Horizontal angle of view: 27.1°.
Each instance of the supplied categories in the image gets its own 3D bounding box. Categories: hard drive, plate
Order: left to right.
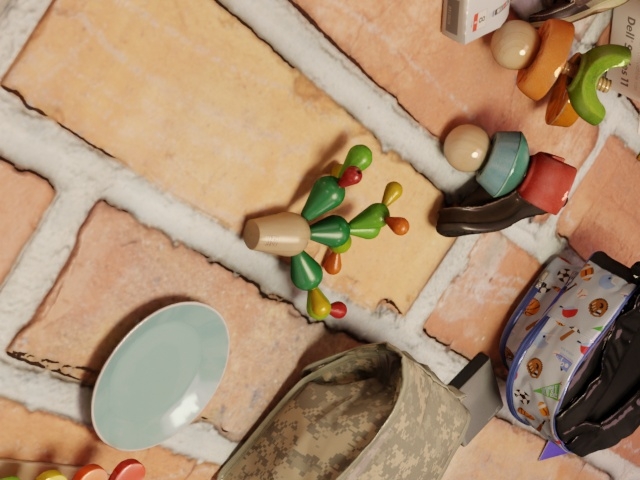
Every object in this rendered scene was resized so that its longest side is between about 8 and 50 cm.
[{"bbox_3d":[-0.178,0.146,1.453,0.188,0.024,0.188,-29,135,-33],"label":"plate"},{"bbox_3d":[0.227,0.239,1.983,0.094,0.022,0.135,-43,142,-17],"label":"hard drive"}]

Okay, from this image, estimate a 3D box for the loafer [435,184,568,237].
[{"bbox_3d":[0.230,-0.058,1.735,0.220,0.080,0.078,-18,96,-39],"label":"loafer"}]

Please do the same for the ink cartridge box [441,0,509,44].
[{"bbox_3d":[0.217,-0.322,1.535,0.179,0.045,0.145,-27,135,-31],"label":"ink cartridge box"}]

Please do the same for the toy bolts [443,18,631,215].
[{"bbox_3d":[0.251,-0.164,1.655,0.218,0.158,0.229,-115,-133,-81],"label":"toy bolts"}]

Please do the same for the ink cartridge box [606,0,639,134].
[{"bbox_3d":[0.503,-0.312,1.800,0.353,0.119,0.207,-33,138,-30],"label":"ink cartridge box"}]

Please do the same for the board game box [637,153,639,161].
[{"bbox_3d":[0.574,-0.161,2.056,0.170,0.048,0.141,17,101,-52],"label":"board game box"}]

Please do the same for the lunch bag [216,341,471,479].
[{"bbox_3d":[0.048,0.266,1.680,0.287,0.169,0.235,-50,143,-2],"label":"lunch bag"}]

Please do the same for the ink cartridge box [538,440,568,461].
[{"bbox_3d":[0.482,0.291,2.294,0.206,0.045,0.208,-4,120,-48],"label":"ink cartridge box"}]

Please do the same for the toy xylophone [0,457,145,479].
[{"bbox_3d":[-0.325,0.321,1.369,0.322,0.081,0.236,8,111,-50],"label":"toy xylophone"}]

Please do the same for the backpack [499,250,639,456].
[{"bbox_3d":[0.384,0.171,1.957,0.263,0.213,0.276,-55,138,-16],"label":"backpack"}]

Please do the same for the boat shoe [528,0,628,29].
[{"bbox_3d":[0.320,-0.303,1.664,0.152,0.056,0.049,-23,107,-26],"label":"boat shoe"}]

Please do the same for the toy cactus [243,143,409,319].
[{"bbox_3d":[0.000,0.000,1.496,0.180,0.112,0.219,-2,127,-37],"label":"toy cactus"}]
